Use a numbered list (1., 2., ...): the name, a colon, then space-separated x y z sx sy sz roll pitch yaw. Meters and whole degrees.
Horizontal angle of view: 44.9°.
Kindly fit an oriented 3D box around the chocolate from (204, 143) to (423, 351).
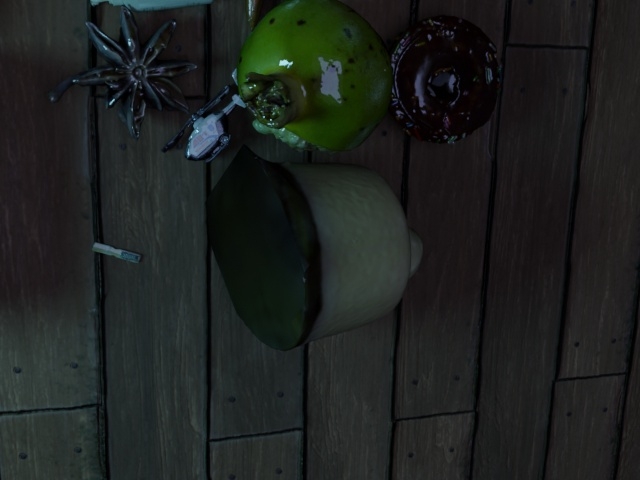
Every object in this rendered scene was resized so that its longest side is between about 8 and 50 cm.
1. chocolate: 0.000 0.000 1.320 0.297 0.314 0.326 -19 76 -32

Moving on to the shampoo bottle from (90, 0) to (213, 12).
1. shampoo bottle: -0.273 -0.399 1.253 0.195 0.056 0.056 -13 107 -15

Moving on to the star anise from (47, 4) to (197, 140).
1. star anise: -0.316 -0.270 1.254 0.232 0.089 0.209 6 94 -23

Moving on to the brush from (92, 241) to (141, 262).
1. brush: -0.357 0.022 1.354 0.084 0.013 0.016 18 99 -19

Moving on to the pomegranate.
1. pomegranate: -0.019 -0.253 1.231 0.261 0.340 0.260 8 114 18

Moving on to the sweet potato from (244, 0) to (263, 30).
1. sweet potato: -0.112 -0.405 1.312 0.034 0.034 0.095 -1 101 -17

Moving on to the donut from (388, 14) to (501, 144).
1. donut: 0.212 -0.290 1.411 0.235 0.089 0.235 -4 104 -17

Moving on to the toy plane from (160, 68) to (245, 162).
1. toy plane: -0.181 -0.202 1.334 0.078 0.053 0.197 43 93 -13
